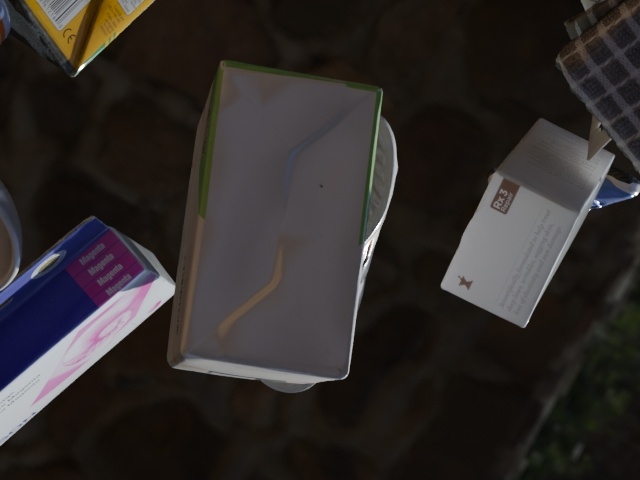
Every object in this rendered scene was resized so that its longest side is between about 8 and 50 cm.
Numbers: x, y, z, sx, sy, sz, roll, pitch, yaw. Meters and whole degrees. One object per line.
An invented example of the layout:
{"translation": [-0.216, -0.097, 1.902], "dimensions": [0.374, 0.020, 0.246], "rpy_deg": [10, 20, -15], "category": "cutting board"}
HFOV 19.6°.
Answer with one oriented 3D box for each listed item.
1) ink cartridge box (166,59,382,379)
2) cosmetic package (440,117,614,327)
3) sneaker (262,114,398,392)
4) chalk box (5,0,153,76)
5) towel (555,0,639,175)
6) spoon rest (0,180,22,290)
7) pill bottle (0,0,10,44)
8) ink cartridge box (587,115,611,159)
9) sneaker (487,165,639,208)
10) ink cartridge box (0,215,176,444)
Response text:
{"translation": [-0.044, 0.001, 1.397], "dimensions": [0.353, 0.119, 0.207], "rpy_deg": [147, -49, -82], "category": "ink cartridge box"}
{"translation": [0.184, -0.020, 1.605], "dimensions": [0.117, 0.085, 0.231], "rpy_deg": [-66, 173, 22], "category": "cosmetic package"}
{"translation": [0.000, 0.000, 2.028], "dimensions": [0.127, 0.126, 0.321], "rpy_deg": [-54, 163, -77], "category": "sneaker"}
{"translation": [-0.277, -0.311, 1.658], "dimensions": [0.179, 0.289, 0.180], "rpy_deg": [-45, 140, -12], "category": "chalk box"}
{"translation": [0.311, -0.088, 1.169], "dimensions": [0.235, 0.284, 0.121], "rpy_deg": [-30, -164, 43], "category": "towel"}
{"translation": [-0.322, -0.059, 1.287], "dimensions": [0.084, 0.276, 0.137], "rpy_deg": [-49, 179, -41], "category": "spoon rest"}
{"translation": [-0.257, -0.098, 1.074], "dimensions": [0.152, 0.086, 0.086], "rpy_deg": [-53, 172, -23], "category": "pill bottle"}
{"translation": [0.309, -0.132, 1.570], "dimensions": [0.181, 0.061, 0.104], "rpy_deg": [-47, -168, 30], "category": "ink cartridge box"}
{"translation": [0.308, -0.052, 2.344], "dimensions": [0.080, 0.211, 0.081], "rpy_deg": [24, 68, -50], "category": "sneaker"}
{"translation": [-0.309, 0.120, 1.944], "dimensions": [0.324, 0.071, 0.330], "rpy_deg": [-40, 173, -1], "category": "ink cartridge box"}
